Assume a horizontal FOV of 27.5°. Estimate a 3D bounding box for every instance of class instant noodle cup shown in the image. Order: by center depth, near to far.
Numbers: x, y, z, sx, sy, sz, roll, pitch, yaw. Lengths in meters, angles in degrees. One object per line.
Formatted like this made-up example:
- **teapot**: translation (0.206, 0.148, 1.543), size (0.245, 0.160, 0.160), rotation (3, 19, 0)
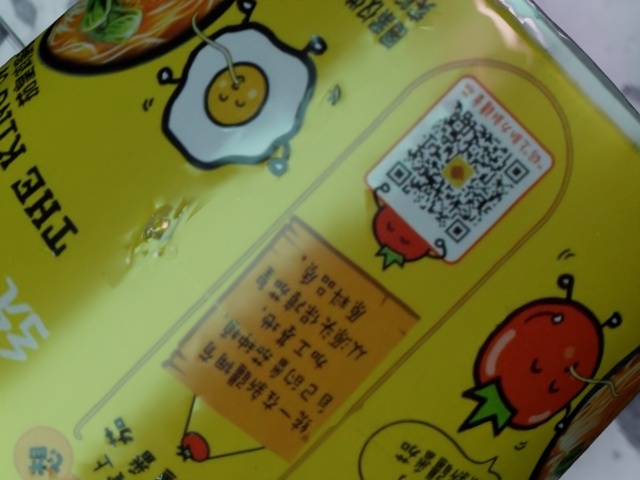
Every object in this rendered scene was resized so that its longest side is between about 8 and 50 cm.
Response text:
- **instant noodle cup**: translation (0.000, 0.000, 0.541), size (0.254, 0.325, 0.325), rotation (-43, 71, 12)
